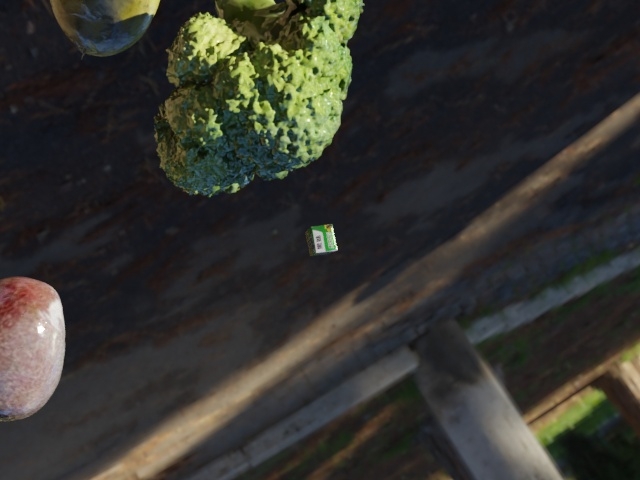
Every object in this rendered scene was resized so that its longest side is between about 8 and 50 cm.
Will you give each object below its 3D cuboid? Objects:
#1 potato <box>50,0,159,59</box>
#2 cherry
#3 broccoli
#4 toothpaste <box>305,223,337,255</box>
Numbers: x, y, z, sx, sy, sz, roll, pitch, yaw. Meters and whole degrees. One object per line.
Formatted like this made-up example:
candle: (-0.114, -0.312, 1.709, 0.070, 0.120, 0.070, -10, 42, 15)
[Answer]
potato: (-0.262, -0.340, 1.378, 0.113, 0.149, 0.251, -47, 157, -68)
cherry: (-0.377, 0.128, 1.344, 0.140, 0.176, 0.176, 2, 143, -35)
broccoli: (-0.075, -0.211, 1.214, 0.186, 0.302, 0.254, 16, 154, -39)
toothpaste: (0.000, 0.000, 1.776, 0.037, 0.043, 0.178, -8, 178, -3)
